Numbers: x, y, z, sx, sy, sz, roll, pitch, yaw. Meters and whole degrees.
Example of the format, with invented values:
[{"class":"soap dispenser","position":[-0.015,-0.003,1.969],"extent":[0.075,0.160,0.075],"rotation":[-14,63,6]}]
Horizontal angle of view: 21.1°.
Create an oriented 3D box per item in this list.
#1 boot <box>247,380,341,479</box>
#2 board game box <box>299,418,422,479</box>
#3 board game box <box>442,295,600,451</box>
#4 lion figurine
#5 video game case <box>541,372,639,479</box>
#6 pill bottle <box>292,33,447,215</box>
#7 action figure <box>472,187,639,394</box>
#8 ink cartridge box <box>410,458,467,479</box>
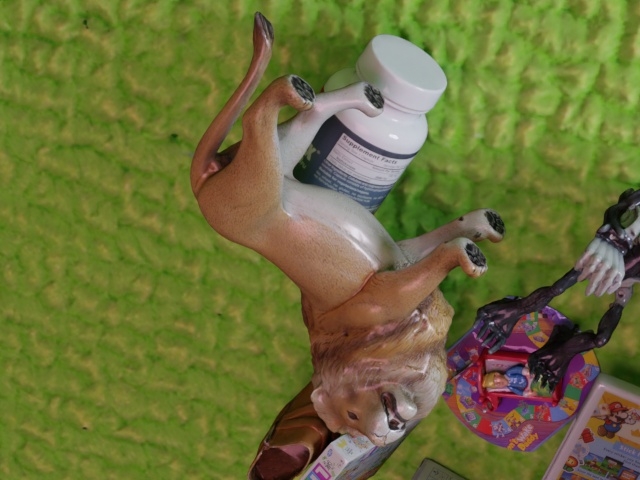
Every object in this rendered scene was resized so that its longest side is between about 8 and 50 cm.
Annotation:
[{"class":"boot","position":[0.012,0.162,1.687],"extent":[0.073,0.152,0.197],"rotation":[40,121,3]},{"class":"board game box","position":[0.032,0.217,1.701],"extent":[0.026,0.154,0.103],"rotation":[46,123,15]},{"class":"board game box","position":[0.188,0.139,1.672],"extent":[0.133,0.033,0.169],"rotation":[45,122,0]},{"class":"lion figurine","position":[0.000,0.000,1.530],"extent":[0.240,0.142,0.392],"rotation":[-34,106,31]},{"class":"video game case","position":[0.328,0.249,1.640],"extent":[0.227,0.026,0.206],"rotation":[22,120,0]},{"class":"pill bottle","position":[0.036,-0.097,1.590],"extent":[0.108,0.108,0.180],"rotation":[37,121,4]},{"class":"action figure","position":[0.279,0.039,1.524],"extent":[0.164,0.141,0.275],"rotation":[43,121,-17]},{"class":"ink cartridge box","position":[0.202,0.345,1.666],"extent":[0.311,0.186,0.065],"rotation":[26,117,10]}]
